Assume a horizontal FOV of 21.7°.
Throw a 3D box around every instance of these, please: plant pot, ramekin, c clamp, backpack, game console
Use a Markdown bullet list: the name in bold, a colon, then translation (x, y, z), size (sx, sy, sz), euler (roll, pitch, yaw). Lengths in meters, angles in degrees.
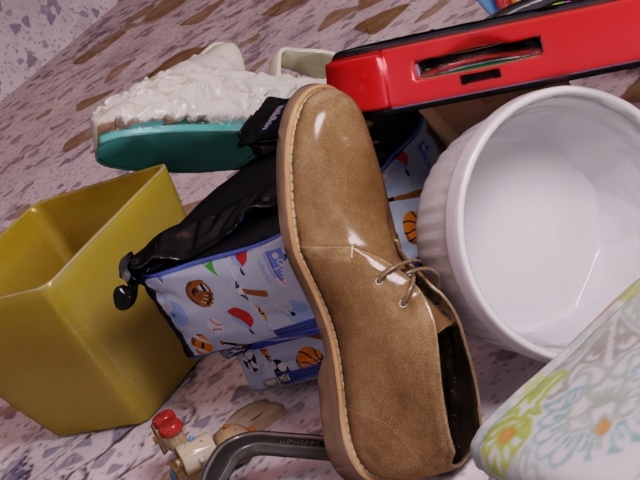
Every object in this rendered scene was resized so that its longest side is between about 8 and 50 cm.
- **plant pot**: translation (-0.231, 0.075, 1.668), size (0.212, 0.187, 0.212), euler (-13, 27, 40)
- **ramekin**: translation (0.171, -0.007, 1.268), size (0.207, 0.207, 0.109), euler (-39, 11, -20)
- **c clamp**: translation (-0.040, 0.192, 1.296), size (0.161, 0.022, 0.137), euler (-2, 29, 16)
- **backpack**: translation (0.000, 0.000, 1.478), size (0.263, 0.213, 0.276), euler (-24, 22, 46)
- **game console**: translation (0.216, -0.170, 1.375), size (0.387, 0.060, 0.342), euler (-9, 7, 18)

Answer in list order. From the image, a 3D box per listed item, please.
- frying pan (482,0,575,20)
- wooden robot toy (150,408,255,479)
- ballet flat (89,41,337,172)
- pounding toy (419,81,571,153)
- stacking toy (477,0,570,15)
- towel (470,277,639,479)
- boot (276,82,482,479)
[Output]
- **frying pan**: translation (0.299, -0.256, 1.557), size (0.326, 0.053, 0.197), euler (-35, 14, -16)
- **wooden robot toy**: translation (-0.089, 0.173, 1.408), size (0.079, 0.076, 0.173), euler (-25, 18, -14)
- **ballet flat**: translation (-0.059, -0.138, 1.732), size (0.409, 0.147, 0.147), euler (1, 2, -31)
- **pounding toy**: translation (0.137, -0.124, 1.681), size (0.181, 0.094, 0.206), euler (-33, 40, -4)
- **stacking toy**: translation (0.295, -0.259, 1.792), size (0.175, 0.166, 0.302), euler (-45, 30, 7)
- **towel**: translation (0.301, 0.083, 1.027), size (0.320, 0.090, 0.374), euler (-42, 22, -20)
- **boot**: translation (0.050, 0.027, 1.237), size (0.115, 0.305, 0.112), euler (-9, 4, 43)
